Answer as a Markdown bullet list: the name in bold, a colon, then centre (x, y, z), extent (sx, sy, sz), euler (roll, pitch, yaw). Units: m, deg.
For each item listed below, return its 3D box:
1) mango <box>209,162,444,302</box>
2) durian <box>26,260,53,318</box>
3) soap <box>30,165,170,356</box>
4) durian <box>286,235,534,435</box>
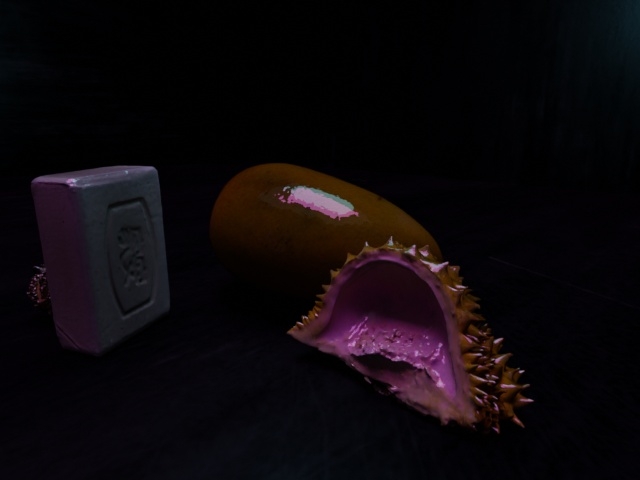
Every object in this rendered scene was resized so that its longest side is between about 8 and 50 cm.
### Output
- **mango**: centre (0.000, 0.000, 0.573), extent (0.317, 0.173, 0.211), euler (16, -1, 21)
- **durian**: centre (-0.308, 0.053, 0.545), extent (0.080, 0.080, 0.091), euler (12, 40, 38)
- **soap**: centre (-0.229, 0.015, 0.482), extent (0.064, 0.183, 0.121), euler (5, 17, 18)
- **durian**: centre (0.081, 0.086, 0.410), extent (0.132, 0.165, 0.182), euler (-56, 18, -24)
